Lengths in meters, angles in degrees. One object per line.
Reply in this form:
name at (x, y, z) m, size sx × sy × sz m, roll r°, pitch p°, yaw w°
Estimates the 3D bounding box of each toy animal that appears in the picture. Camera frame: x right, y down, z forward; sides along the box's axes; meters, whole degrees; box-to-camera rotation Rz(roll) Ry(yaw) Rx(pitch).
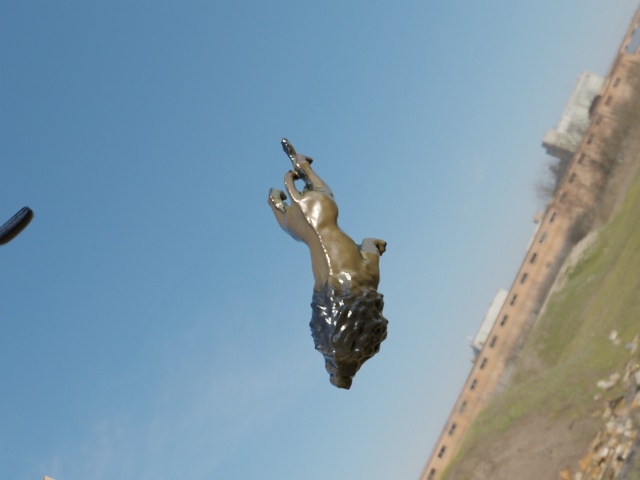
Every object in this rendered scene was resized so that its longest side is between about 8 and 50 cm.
toy animal at (0.007, 0.004, 0.513) m, size 0.069 × 0.220 × 0.086 m, roll -32°, pitch -35°, yaw 13°

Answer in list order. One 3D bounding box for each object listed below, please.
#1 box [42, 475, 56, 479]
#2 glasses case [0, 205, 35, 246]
box at (-0.175, 0.214, 0.513) m, size 0.058 × 0.093 × 0.015 m, roll -52°, pitch 19°, yaw 19°
glasses case at (-0.491, -0.018, 1.113) m, size 0.083 × 0.023 × 0.033 m, roll -43°, pitch -13°, yaw -9°
